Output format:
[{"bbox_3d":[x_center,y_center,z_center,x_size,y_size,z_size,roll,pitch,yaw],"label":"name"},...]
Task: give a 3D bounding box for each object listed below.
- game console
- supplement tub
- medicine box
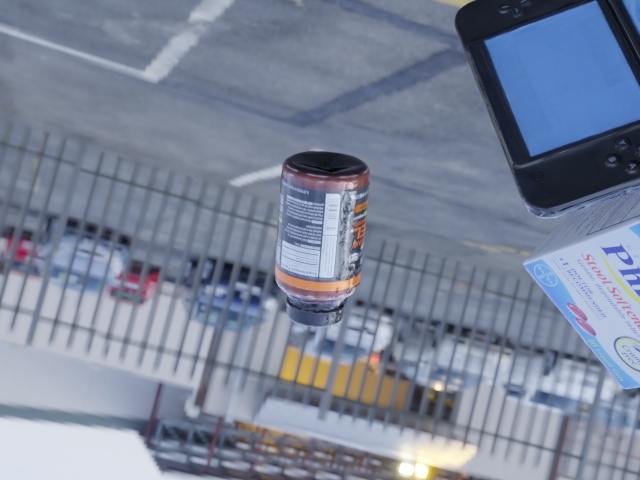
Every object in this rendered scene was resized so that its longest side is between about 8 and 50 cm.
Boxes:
[{"bbox_3d":[0.268,-0.208,1.077,0.250,0.293,0.173,-19,144,7],"label":"game console"},{"bbox_3d":[0.000,0.000,1.334,0.106,0.198,0.106,4,-159,-2],"label":"supplement tub"},{"bbox_3d":[0.491,0.060,1.647,0.263,0.149,0.289,50,154,-5],"label":"medicine box"}]
